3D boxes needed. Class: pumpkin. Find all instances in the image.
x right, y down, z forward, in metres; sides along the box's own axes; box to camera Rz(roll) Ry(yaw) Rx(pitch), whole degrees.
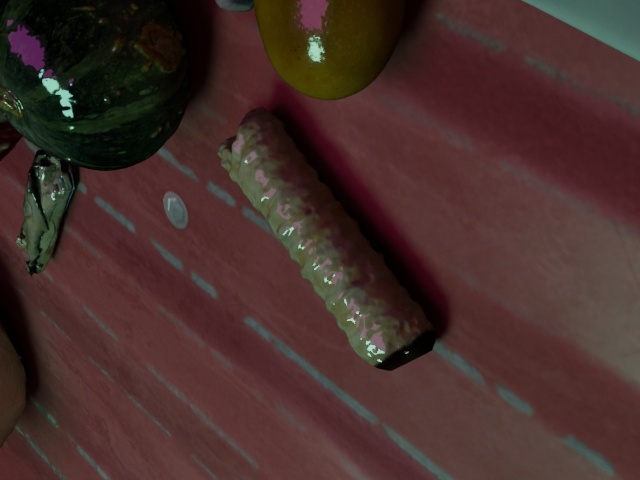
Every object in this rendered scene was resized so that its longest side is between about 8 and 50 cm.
[{"bbox_3d":[-0.186,-0.143,0.758,0.190,0.146,0.190,34,166,10],"label":"pumpkin"}]

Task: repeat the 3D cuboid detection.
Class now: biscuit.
[{"bbox_3d":[0.000,0.000,0.698,0.061,0.055,0.219,-43,74,30],"label":"biscuit"}]

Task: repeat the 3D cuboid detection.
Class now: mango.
[{"bbox_3d":[0.006,-0.175,0.578,0.102,0.085,0.184,25,122,40],"label":"mango"}]

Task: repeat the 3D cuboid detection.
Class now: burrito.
[{"bbox_3d":[-0.293,-0.030,1.027,0.051,0.042,0.171,52,143,20],"label":"burrito"}]

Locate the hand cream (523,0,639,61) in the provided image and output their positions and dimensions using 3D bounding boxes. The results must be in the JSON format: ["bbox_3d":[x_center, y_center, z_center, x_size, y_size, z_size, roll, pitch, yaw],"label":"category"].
[{"bbox_3d":[0.197,-0.102,0.430,0.321,0.067,0.109,41,137,34],"label":"hand cream"}]

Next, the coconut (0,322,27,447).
[{"bbox_3d":[-0.544,0.175,1.200,0.347,0.360,0.346,17,142,14],"label":"coconut"}]

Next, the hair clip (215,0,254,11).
[{"bbox_3d":[-0.061,-0.271,0.607,0.146,0.075,0.257,-123,35,-46],"label":"hair clip"}]

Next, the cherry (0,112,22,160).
[{"bbox_3d":[-0.367,-0.181,0.906,0.230,0.203,0.300,-41,64,52],"label":"cherry"}]
